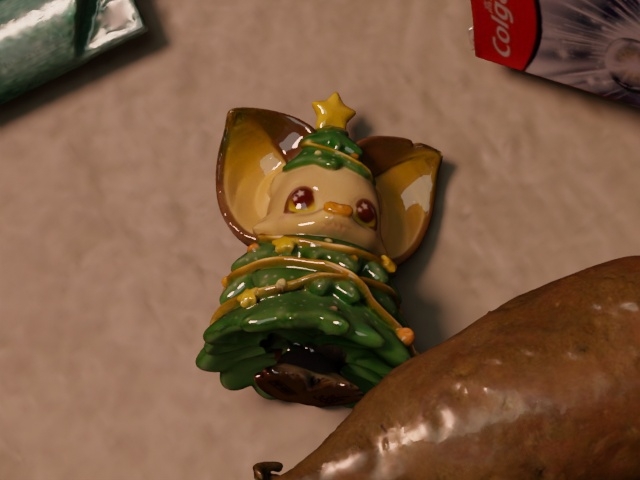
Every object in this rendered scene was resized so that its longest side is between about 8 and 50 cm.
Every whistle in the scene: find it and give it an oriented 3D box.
[{"bbox_3d":[-0.155,-0.055,0.583,0.186,0.039,0.039,-25,72,7],"label":"whistle"}]

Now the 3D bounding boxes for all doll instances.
[{"bbox_3d":[-0.003,0.009,0.532,0.078,0.076,0.113,11,47,-10],"label":"doll"}]

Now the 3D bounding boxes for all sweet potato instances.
[{"bbox_3d":[0.109,0.035,0.485,0.269,0.075,0.075,-26,72,-9],"label":"sweet potato"}]

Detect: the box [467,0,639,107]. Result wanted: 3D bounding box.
[{"bbox_3d":[0.146,-0.061,0.479,0.218,0.055,0.039,21,52,31],"label":"box"}]
